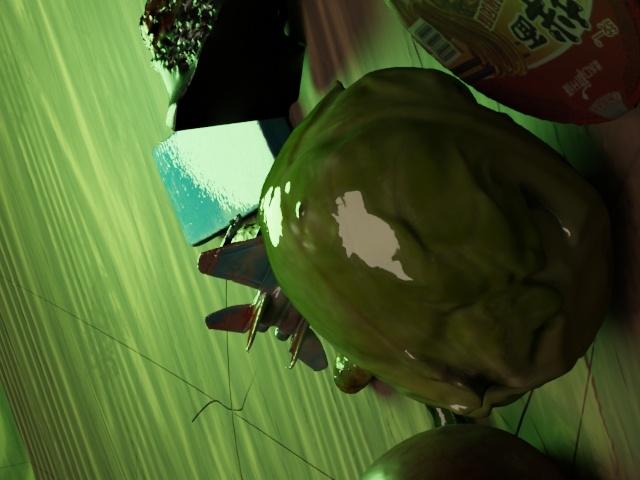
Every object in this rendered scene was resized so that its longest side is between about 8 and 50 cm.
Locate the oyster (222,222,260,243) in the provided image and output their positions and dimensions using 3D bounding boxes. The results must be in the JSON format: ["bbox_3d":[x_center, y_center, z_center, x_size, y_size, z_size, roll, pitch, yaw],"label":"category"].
[{"bbox_3d":[-0.044,0.005,1.793,0.106,0.061,0.200,64,151,6],"label":"oyster"}]

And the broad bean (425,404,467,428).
[{"bbox_3d":[0.133,0.201,1.645,0.069,0.039,0.226,-32,79,55],"label":"broad bean"}]

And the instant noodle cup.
[{"bbox_3d":[0.164,-0.216,1.214,0.274,0.090,0.274,32,156,16],"label":"instant noodle cup"}]

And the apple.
[{"bbox_3d":[0.144,0.336,1.508,0.306,0.235,0.305,33,135,41],"label":"apple"}]

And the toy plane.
[{"bbox_3d":[0.000,-0.003,1.652,0.104,0.223,0.326,-85,20,-65],"label":"toy plane"}]

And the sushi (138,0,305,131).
[{"bbox_3d":[-0.119,-0.236,1.673,0.150,0.153,0.172,41,132,46],"label":"sushi"}]

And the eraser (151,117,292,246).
[{"bbox_3d":[-0.115,-0.091,1.868,0.312,0.043,0.144,-27,86,61],"label":"eraser"}]

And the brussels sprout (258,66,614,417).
[{"bbox_3d":[0.092,-0.003,1.360,0.328,0.247,0.328,27,157,12],"label":"brussels sprout"}]

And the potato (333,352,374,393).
[{"bbox_3d":[0.037,0.147,1.768,0.051,0.040,0.083,54,150,15],"label":"potato"}]
